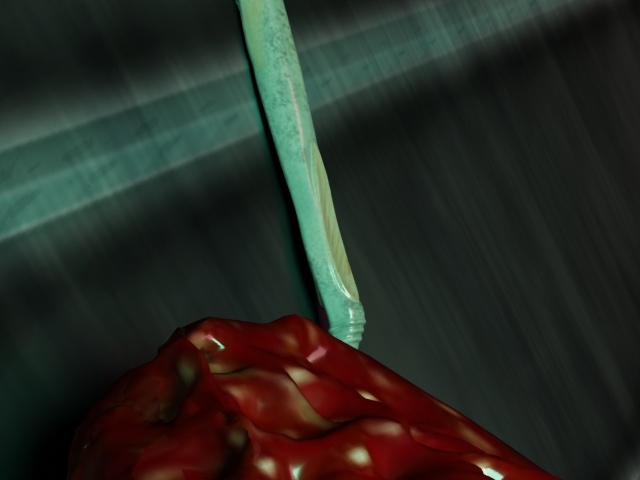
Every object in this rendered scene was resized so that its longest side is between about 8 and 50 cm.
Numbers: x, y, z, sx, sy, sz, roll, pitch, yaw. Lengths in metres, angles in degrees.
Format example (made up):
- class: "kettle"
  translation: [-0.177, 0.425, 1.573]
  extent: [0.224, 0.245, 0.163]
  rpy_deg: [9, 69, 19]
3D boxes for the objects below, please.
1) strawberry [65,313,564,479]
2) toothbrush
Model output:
- class: "strawberry"
  translation: [0.025, 0.187, 0.461]
  extent: [0.317, 0.295, 0.345]
  rpy_deg: [-13, 52, -43]
- class: "toothbrush"
  translation: [0.000, 0.000, 0.697]
  extent: [0.028, 0.037, 0.375]
  rpy_deg: [5, 68, -60]
